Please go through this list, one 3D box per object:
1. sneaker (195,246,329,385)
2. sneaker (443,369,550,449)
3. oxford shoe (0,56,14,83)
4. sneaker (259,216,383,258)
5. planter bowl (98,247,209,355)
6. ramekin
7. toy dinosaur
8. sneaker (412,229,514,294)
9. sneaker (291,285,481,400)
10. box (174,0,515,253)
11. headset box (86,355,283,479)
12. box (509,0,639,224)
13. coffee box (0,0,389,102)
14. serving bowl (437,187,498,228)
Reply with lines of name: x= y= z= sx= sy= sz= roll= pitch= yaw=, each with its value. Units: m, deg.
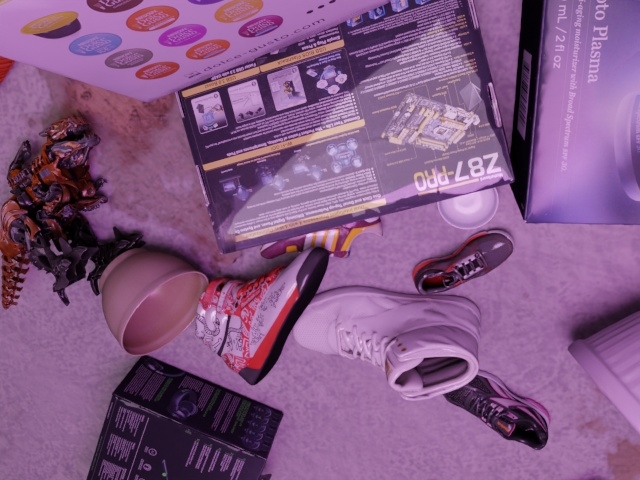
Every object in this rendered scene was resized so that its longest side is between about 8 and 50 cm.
sneaker: x=-0.100 y=0.085 z=1.000 sx=0.145 sy=0.090 sz=0.270 roll=37 pitch=124 yaw=13
sneaker: x=0.274 y=0.261 z=1.035 sx=0.178 sy=0.077 sz=0.072 roll=21 pitch=112 yaw=2
oxford shoe: x=-0.583 y=-0.234 z=0.970 sx=0.364 sy=0.130 sz=0.132 roll=-29 pitch=97 yaw=19
sneaker: x=0.000 y=0.000 z=0.986 sx=0.185 sy=0.069 sz=0.084 roll=-27 pitch=99 yaw=19
planter bowl: x=-0.267 y=0.079 z=1.030 sx=0.109 sy=0.162 sz=0.162 roll=40 pitch=115 yaw=22
ramekin: x=0.467 y=0.212 z=0.890 sx=0.127 sy=0.273 sz=0.273 roll=-42 pitch=99 yaw=10
toy dinosaur: x=-0.404 y=-0.026 z=1.032 sx=0.218 sy=0.164 sz=0.322 roll=39 pitch=132 yaw=10
sneaker: x=0.206 y=0.041 z=0.967 sx=0.158 sy=0.065 sz=0.061 roll=-29 pitch=104 yaw=19
sneaker: x=0.084 y=0.148 z=0.976 sx=0.293 sy=0.169 sz=0.108 roll=-4 pitch=112 yaw=13
box: x=0.018 y=-0.180 z=0.868 sx=0.395 sy=0.097 sz=0.318 roll=-14 pitch=94 yaw=14
headset box: x=-0.223 y=0.368 z=1.136 sx=0.283 sy=0.131 sz=0.246 roll=22 pitch=113 yaw=1
box: x=0.388 y=-0.180 z=0.787 sx=0.294 sy=0.182 sz=0.296 roll=1 pitch=112 yaw=8
coffee box: x=-0.168 y=-0.376 z=0.673 sx=0.338 sy=0.334 sz=0.338 roll=-19 pitch=86 yaw=16
serving bowl: x=0.206 y=-0.059 z=0.948 sx=0.083 sy=0.027 sz=0.083 roll=4 pitch=112 yaw=9
